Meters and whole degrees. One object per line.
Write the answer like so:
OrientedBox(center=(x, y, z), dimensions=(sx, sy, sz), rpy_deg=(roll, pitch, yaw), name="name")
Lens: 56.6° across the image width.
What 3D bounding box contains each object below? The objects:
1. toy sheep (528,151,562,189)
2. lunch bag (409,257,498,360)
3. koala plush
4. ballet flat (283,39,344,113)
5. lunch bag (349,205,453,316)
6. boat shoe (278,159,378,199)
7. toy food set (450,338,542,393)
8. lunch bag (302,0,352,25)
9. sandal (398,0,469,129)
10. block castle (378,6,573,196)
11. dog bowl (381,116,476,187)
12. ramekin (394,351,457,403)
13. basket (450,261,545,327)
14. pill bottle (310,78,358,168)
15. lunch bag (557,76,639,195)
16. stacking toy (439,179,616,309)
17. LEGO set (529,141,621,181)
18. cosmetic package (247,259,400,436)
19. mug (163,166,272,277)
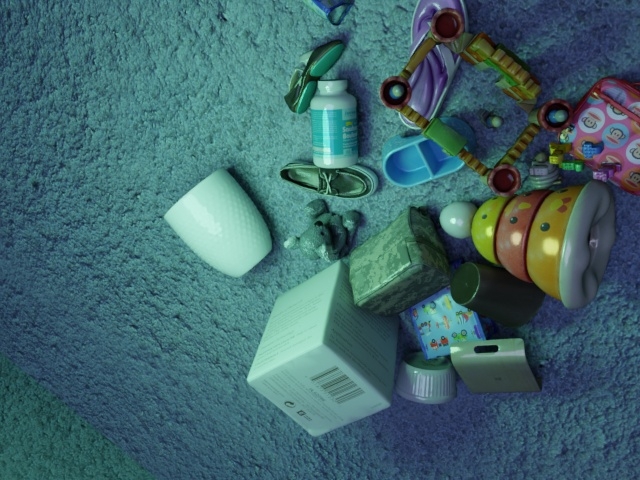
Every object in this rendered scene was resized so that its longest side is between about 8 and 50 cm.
OrientedBox(center=(0.636, -0.188, 1.686), dimensions=(0.091, 0.091, 0.132), rpy_deg=(-8, 111, 27), name="toy sheep")
OrientedBox(center=(0.401, 0.209, 1.925), dimensions=(0.221, 0.138, 0.293), rpy_deg=(-24, 88, 32), name="lunch bag")
OrientedBox(center=(0.000, 0.000, 1.969), dimensions=(0.196, 0.221, 0.203), rpy_deg=(19, 115, 17), name="koala plush")
OrientedBox(center=(-0.037, -0.531, 1.873), dimensions=(0.096, 0.095, 0.280), rpy_deg=(47, 121, 17), name="ballet flat")
OrientedBox(center=(0.243, 0.061, 1.876), dimensions=(0.305, 0.212, 0.256), rpy_deg=(-37, 48, 32), name="lunch bag")
OrientedBox(center=(0.018, -0.191, 1.951), dimensions=(0.335, 0.119, 0.121), rpy_deg=(8, 111, 22), name="boat shoe")
OrientedBox(center=(0.553, 0.390, 1.857), dimensions=(0.219, 0.092, 0.306), rpy_deg=(-9, 141, 27), name="toy food set")
OrientedBox(center=(0.007, -0.708, 1.752), dimensions=(0.129, 0.151, 0.096), rpy_deg=(42, 120, 7), name="lunch bag")
OrientedBox(center=(0.318, -0.517, 1.702), dimensions=(0.169, 0.102, 0.416), rpy_deg=(15, 115, 19), name="sandal")
OrientedBox(center=(0.405, -0.360, 1.570), dimensions=(0.453, 0.213, 0.303), rpy_deg=(37, 98, -5), name="block castle")
OrientedBox(center=(0.317, -0.255, 1.789), dimensions=(0.297, 0.074, 0.166), rpy_deg=(-18, 117, 29), name="dog bowl")
OrientedBox(center=(0.353, 0.451, 1.985), dimensions=(0.207, 0.207, 0.109), rpy_deg=(6, 101, 23), name="ramekin")
OrientedBox(center=(0.512, 0.154, 1.763), dimensions=(0.226, 0.154, 0.204), rpy_deg=(16, 130, -24), name="basket")
OrientedBox(center=(0.043, -0.367, 1.860), dimensions=(0.146, 0.146, 0.264), rpy_deg=(5, 111, 23), name="pill bottle")
OrientedBox(center=(0.805, -0.289, 1.558), dimensions=(0.293, 0.120, 0.258), rpy_deg=(37, 115, 10), name="lunch bag")
OrientedBox(center=(0.553, -0.020, 1.696), dimensions=(0.479, 0.350, 0.351), rpy_deg=(12, 114, 37), name="stacking toy")
OrientedBox(center=(0.645, -0.205, 1.542), dimensions=(0.227, 0.093, 0.087), rpy_deg=(7, 124, 39), name="LEGO set")
OrientedBox(center=(0.027, 0.350, 1.938), dimensions=(0.327, 0.394, 0.329), rpy_deg=(-33, 113, 31), name="cosmetic package")
OrientedBox(center=(-0.357, -0.033, 2.123), dimensions=(0.328, 0.276, 0.374), rpy_deg=(50, 151, -7), name="mug")
